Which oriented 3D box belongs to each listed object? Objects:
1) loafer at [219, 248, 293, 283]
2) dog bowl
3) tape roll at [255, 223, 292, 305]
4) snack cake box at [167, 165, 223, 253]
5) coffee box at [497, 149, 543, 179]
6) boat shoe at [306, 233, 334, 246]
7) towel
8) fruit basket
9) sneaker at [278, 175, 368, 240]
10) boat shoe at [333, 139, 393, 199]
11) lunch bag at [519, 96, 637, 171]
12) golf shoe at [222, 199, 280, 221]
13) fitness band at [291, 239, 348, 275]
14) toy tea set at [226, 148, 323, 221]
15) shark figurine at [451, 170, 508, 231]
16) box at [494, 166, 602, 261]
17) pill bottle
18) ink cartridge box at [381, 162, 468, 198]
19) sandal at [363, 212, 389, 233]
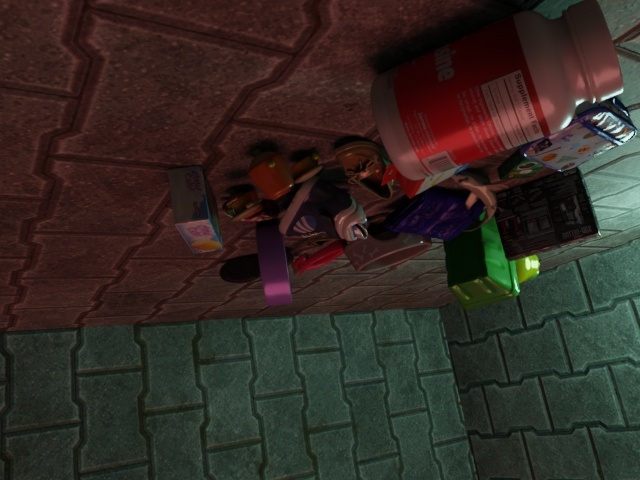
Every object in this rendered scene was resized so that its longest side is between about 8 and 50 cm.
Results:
[{"bbox_3d":[-0.251,0.110,2.224,0.303,0.108,0.095,-15,167,9],"label":"loafer"},{"bbox_3d":[0.268,0.026,2.124,0.349,0.102,0.348,-18,168,-4],"label":"dog bowl"},{"bbox_3d":[-0.156,0.083,1.880,0.090,0.274,0.274,-9,163,-3],"label":"tape roll"},{"bbox_3d":[-0.331,-0.076,1.483,0.089,0.152,0.264,-9,164,-4],"label":"snack cake box"},{"bbox_3d":[0.625,-0.239,1.653,0.113,0.040,0.184,-6,163,-11],"label":"coffee box"},{"bbox_3d":[0.002,0.000,2.084,0.056,0.048,0.153,6,157,-42],"label":"boat shoe"},{"bbox_3d":[0.400,-0.081,1.903,0.309,0.076,0.228,6,147,-32],"label":"towel"},{"bbox_3d":[0.670,0.083,2.171,0.283,0.391,0.392,-23,159,37],"label":"fruit basket"},{"bbox_3d":[0.017,-0.045,1.631,0.236,0.130,0.322,33,152,0],"label":"sneaker"},{"bbox_3d":[0.130,-0.187,1.471,0.105,0.089,0.285,-19,161,28],"label":"boat shoe"},{"bbox_3d":[0.650,-0.285,1.403,0.304,0.114,0.243,6,155,-44],"label":"lunch bag"},{"bbox_3d":[-0.218,-0.083,1.663,0.186,0.067,0.086,4,160,-37],"label":"golf shoe"},{"bbox_3d":[-0.005,0.066,2.213,0.209,0.054,0.291,-22,171,-27],"label":"fitness band"},{"bbox_3d":[-0.162,-0.155,1.450,0.336,0.124,0.200,-28,-175,39],"label":"toy tea set"},{"bbox_3d":[0.525,-0.143,1.771,0.166,0.116,0.278,-5,138,24],"label":"shark figurine"},{"bbox_3d":[0.759,-0.086,1.881,0.308,0.242,0.077,-20,160,29],"label":"box"},{"bbox_3d":[0.320,-0.279,1.035,0.408,0.228,0.229,-18,161,25],"label":"pill bottle"},{"bbox_3d":[0.280,-0.192,1.435,0.231,0.078,0.134,-29,165,-9],"label":"ink cartridge box"},{"bbox_3d":[0.178,-0.050,2.014,0.180,0.048,0.072,-20,160,31],"label":"sandal"}]
